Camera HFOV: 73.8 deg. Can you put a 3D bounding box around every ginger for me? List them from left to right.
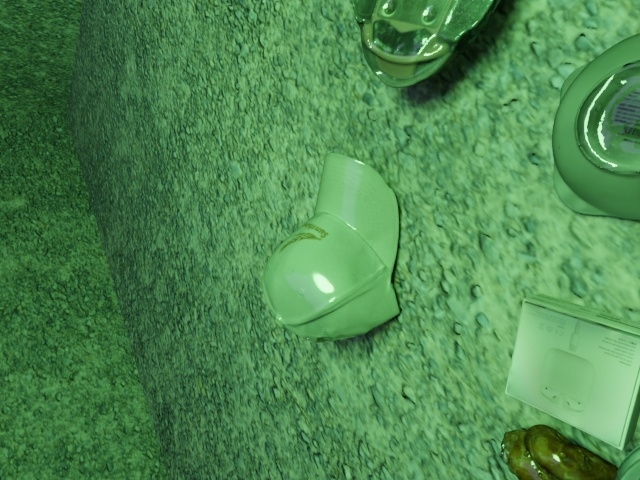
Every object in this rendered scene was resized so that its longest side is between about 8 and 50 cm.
[{"bbox_3d":[0.298,0.284,0.497,0.162,0.073,0.103,51,143,25],"label":"ginger"}]

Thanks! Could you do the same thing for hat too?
[{"bbox_3d":[0.004,0.004,0.727,0.258,0.168,0.301,22,111,45],"label":"hat"}]

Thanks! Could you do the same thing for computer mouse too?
[{"bbox_3d":[0.172,-0.381,0.536,0.199,0.115,0.389,30,106,25],"label":"computer mouse"}]

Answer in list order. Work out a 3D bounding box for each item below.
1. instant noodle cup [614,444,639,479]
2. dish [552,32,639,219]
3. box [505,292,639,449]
[{"bbox_3d":[0.365,0.160,0.284,0.258,0.181,0.302,37,140,18],"label":"instant noodle cup"},{"bbox_3d":[0.327,-0.106,0.410,0.246,0.078,0.224,52,128,31],"label":"dish"},{"bbox_3d":[0.297,0.144,0.496,0.130,0.051,0.129,18,109,48],"label":"box"}]
